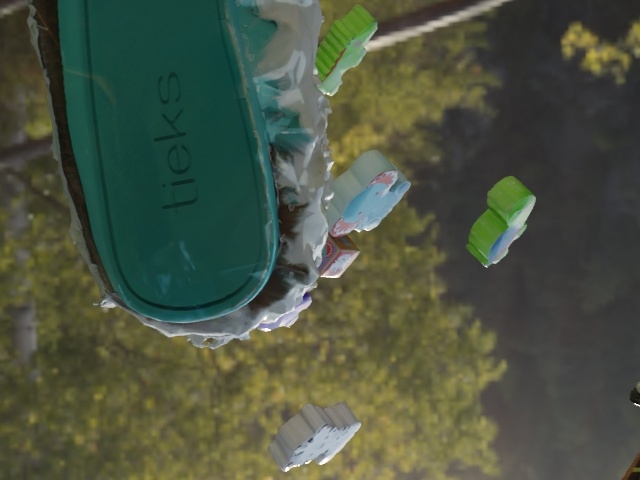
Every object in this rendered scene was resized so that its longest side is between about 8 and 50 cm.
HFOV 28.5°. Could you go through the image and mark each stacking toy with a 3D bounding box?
[{"bbox_3d":[0.000,0.000,0.718,0.221,0.167,0.052,-52,151,21],"label":"stacking toy"}]

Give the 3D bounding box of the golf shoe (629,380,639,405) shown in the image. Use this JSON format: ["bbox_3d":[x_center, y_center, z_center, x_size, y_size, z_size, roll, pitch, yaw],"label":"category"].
[{"bbox_3d":[0.244,0.149,0.719,0.067,0.186,0.086,-7,160,-44],"label":"golf shoe"}]

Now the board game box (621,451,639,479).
[{"bbox_3d":[0.172,0.075,0.358,0.160,0.211,0.039,45,161,-16],"label":"board game box"}]

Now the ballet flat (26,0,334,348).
[{"bbox_3d":[-0.065,-0.162,0.516,0.147,0.409,0.147,-5,-168,1],"label":"ballet flat"}]
